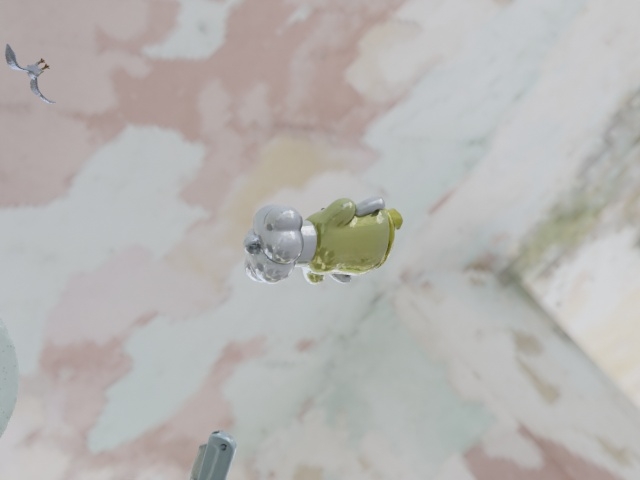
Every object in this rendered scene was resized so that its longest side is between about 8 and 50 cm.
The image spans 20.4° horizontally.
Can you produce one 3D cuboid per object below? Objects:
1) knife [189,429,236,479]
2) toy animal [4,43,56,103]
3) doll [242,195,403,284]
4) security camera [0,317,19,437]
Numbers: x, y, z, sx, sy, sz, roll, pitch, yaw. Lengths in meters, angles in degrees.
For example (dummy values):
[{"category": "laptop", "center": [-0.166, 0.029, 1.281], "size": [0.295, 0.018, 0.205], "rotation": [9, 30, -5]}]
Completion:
[{"category": "knife", "center": [-0.138, 0.297, 2.087], "size": [0.023, 0.044, 0.162], "rotation": [-60, -11, -75]}, {"category": "toy animal", "center": [-0.311, -0.184, 1.944], "size": [0.050, 0.084, 0.028], "rotation": [-18, 28, 52]}, {"category": "doll", "center": [0.000, 0.000, 1.651], "size": [0.162, 0.062, 0.106], "rotation": [-4, -47, -34]}, {"category": "security camera", "center": [-0.390, 0.115, 1.582], "size": [0.194, 0.236, 0.194], "rotation": [-1, -88, -30]}]
